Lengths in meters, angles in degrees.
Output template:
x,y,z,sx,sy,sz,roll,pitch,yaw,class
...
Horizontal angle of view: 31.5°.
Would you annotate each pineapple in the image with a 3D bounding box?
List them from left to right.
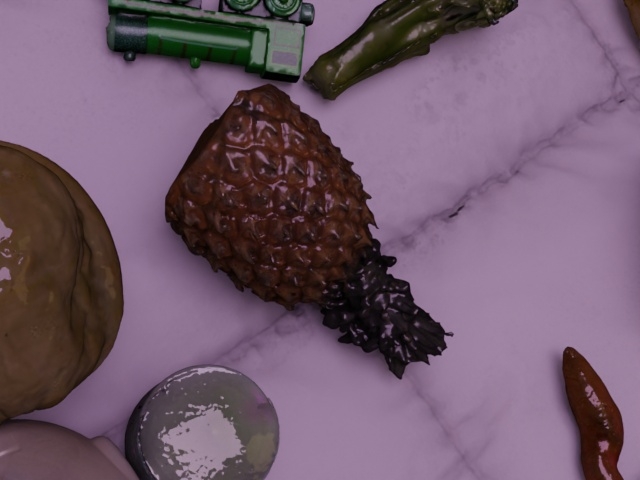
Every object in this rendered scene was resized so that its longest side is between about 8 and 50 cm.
x,y,z,sx,sy,sz,roll,pitch,yaw,class
0.000,0.000,1.243,0.362,0.202,0.202,41,69,-14,pineapple

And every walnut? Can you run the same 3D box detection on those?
x,y,z,sx,sy,sz,roll,pitch,yaw,class
-0.328,0.038,1.087,0.253,0.282,0.276,-5,93,15,walnut

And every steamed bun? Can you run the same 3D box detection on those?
x,y,z,sx,sy,sz,roll,pitch,yaw,class
-0.265,0.258,1.110,0.228,0.177,0.130,21,36,3,steamed bun

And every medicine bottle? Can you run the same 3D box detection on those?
x,y,z,sx,sy,sz,roll,pitch,yaw,class
-0.125,0.206,1.167,0.147,0.143,0.147,4,73,-14,medicine bottle

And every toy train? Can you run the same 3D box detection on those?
x,y,z,sx,sy,sz,roll,pitch,yaw,class
-0.133,-0.257,1.331,0.251,0.085,0.119,5,89,-10,toy train

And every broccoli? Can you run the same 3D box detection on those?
x,y,z,sx,sy,sz,roll,pitch,yaw,class
0.108,-0.273,1.378,0.304,0.165,0.145,-39,95,-10,broccoli

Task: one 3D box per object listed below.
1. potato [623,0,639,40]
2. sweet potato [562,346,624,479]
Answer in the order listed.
x,y,z,sx,sy,sz,roll,pitch,yaw,class
0.461,-0.297,1.496,0.107,0.080,0.170,-32,90,-21,potato
0.326,0.221,1.331,0.058,0.055,0.202,-17,80,19,sweet potato
